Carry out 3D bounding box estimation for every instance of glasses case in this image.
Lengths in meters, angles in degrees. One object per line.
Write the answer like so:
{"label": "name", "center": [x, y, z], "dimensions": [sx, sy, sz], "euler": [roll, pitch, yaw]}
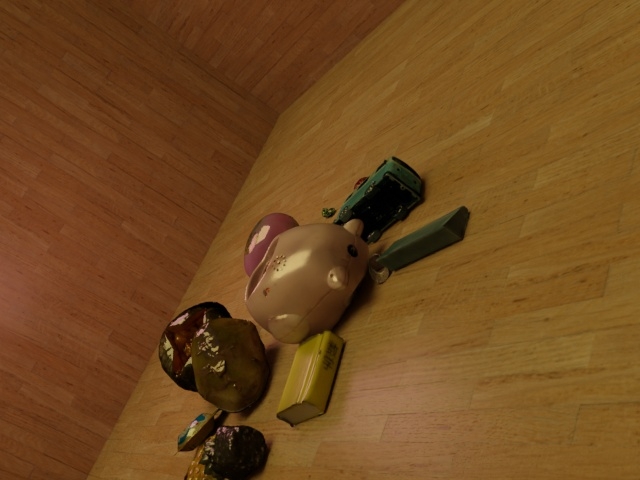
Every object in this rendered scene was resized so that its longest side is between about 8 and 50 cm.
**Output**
{"label": "glasses case", "center": [0.257, 0.003, 1.706], "dimensions": [0.105, 0.056, 0.266], "euler": [-39, 5, -37]}

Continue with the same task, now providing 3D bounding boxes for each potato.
{"label": "potato", "center": [-0.299, 0.369, 2.138], "dimensions": [0.246, 0.196, 0.300], "euler": [-28, 38, 9]}

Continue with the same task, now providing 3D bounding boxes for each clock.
{"label": "clock", "center": [-0.040, 0.101, 1.956], "dimensions": [0.376, 0.250, 0.368], "euler": [-40, 23, 42]}

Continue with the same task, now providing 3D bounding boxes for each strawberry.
{"label": "strawberry", "center": [0.156, -0.152, 2.150], "dimensions": [0.106, 0.106, 0.106], "euler": [-48, 20, 24]}

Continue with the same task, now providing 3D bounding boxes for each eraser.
{"label": "eraser", "center": [-0.026, 0.354, 1.790], "dimensions": [0.158, 0.069, 0.226], "euler": [-40, 24, 47]}

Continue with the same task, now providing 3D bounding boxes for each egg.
{"label": "egg", "center": [-0.177, 0.029, 2.545], "dimensions": [0.271, 0.196, 0.196], "euler": [-70, 19, -3]}

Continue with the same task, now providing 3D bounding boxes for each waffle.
{"label": "waffle", "center": [-0.350, 0.696, 2.076], "dimensions": [0.291, 0.051, 0.291], "euler": [-48, 18, 21]}

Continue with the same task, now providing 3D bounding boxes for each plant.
{"label": "plant", "center": [-0.236, 0.574, 1.868], "dimensions": [0.194, 0.129, 0.132], "euler": [-33, 27, 44]}

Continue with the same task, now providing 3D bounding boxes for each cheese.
{"label": "cheese", "center": [-0.379, 0.601, 2.261], "dimensions": [0.270, 0.069, 0.177], "euler": [-45, -3, -6]}

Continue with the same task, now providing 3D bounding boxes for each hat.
{"label": "hat", "center": [0.162, 0.074, 1.842], "dimensions": [0.058, 0.042, 0.087], "euler": [-47, 54, 25]}

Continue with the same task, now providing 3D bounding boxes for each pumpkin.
{"label": "pumpkin", "center": [-0.419, 0.380, 2.429], "dimensions": [0.320, 0.192, 0.320], "euler": [-11, 59, 18]}

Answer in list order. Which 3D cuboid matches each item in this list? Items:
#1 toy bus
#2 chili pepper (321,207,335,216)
{"label": "toy bus", "center": [0.172, -0.125, 1.993], "dimensions": [0.271, 0.133, 0.165], "euler": [-42, 18, 43]}
{"label": "chili pepper", "center": [0.025, -0.102, 2.499], "dimensions": [0.034, 0.030, 0.091], "euler": [-35, 15, -17]}
